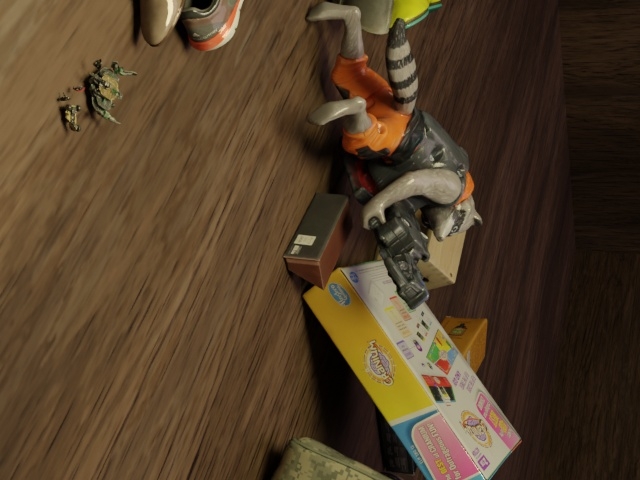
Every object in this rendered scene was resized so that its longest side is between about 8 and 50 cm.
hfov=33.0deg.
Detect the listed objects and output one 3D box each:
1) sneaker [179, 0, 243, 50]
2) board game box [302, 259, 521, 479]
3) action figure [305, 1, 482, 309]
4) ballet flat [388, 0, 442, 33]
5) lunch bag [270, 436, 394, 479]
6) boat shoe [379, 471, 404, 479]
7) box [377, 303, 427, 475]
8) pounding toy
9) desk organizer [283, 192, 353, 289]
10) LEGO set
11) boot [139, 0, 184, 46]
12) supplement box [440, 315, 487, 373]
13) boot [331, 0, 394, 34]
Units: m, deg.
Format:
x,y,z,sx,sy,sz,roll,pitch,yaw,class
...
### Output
x,y,z,sx,sy,sz,roll,pitch,yaw,class
-0.095,-0.258,1.018,0.065,0.061,0.158,49,47,-54,sneaker
0.127,0.173,1.419,0.316,0.064,0.242,55,18,11,board game box
0.106,-0.095,1.313,0.330,0.178,0.341,47,17,-42,action figure
0.127,-0.361,1.608,0.077,0.077,0.231,66,24,-11,ballet flat
0.035,0.407,1.287,0.256,0.212,0.305,-62,152,-10,lunch bag
0.067,0.463,1.518,0.092,0.103,0.285,61,43,-64,boat shoe
0.140,0.237,1.746,0.175,0.051,0.220,-58,145,-54,box
0.148,0.016,1.640,0.100,0.141,0.130,40,51,-31,pounding toy
0.000,0.000,1.334,0.130,0.047,0.050,-64,152,-47,desk organizer
-0.181,-0.118,0.864,0.083,0.023,0.054,-21,111,-54,LEGO set
-0.150,-0.234,0.906,0.087,0.042,0.118,34,60,-60,boot
0.213,0.191,1.754,0.233,0.078,0.080,-39,128,-65,supplement box
0.046,-0.385,1.329,0.190,0.076,0.208,55,-29,38,boot
